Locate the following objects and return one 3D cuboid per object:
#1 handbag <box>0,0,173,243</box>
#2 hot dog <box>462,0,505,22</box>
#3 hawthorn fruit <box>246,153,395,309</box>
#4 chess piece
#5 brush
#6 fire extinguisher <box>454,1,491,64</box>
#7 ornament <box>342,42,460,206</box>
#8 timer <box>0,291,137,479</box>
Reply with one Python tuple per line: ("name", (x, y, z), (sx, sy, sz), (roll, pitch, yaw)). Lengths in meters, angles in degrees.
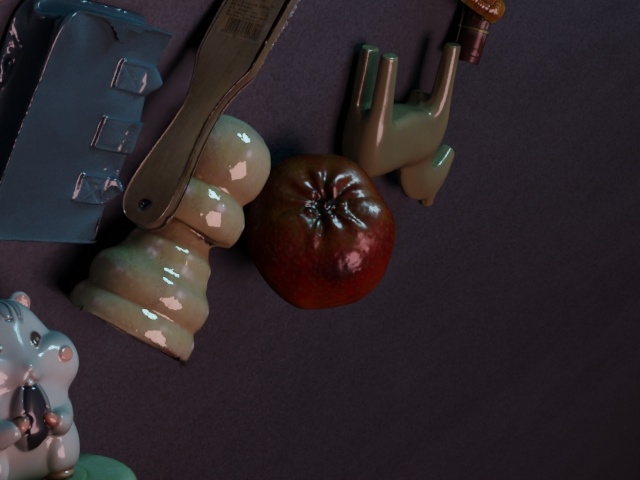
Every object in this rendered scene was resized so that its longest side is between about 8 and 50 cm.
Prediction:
("handbag", (-0.238, -0.111, 1.237), (0.179, 0.062, 0.229), (2, 113, -57))
("hot dog", (0.187, -0.320, 1.630), (0.137, 0.028, 0.044), (35, 82, -36))
("hawthorn fruit", (0.000, 0.000, 1.545), (0.179, 0.179, 0.200), (-48, 162, -17))
("chess piece", (-0.144, -0.012, 1.385), (0.261, 0.143, 0.143), (-62, 148, -9))
("brush", (-0.105, -0.152, 1.344), (0.327, 0.070, 0.065), (-62, 164, -12))
("fire extinguisher", (0.206, -0.296, 1.693), (0.056, 0.039, 0.132), (14, 98, -16))
("ornament", (0.113, -0.139, 1.676), (0.230, 0.061, 0.245), (-20, 129, -47))
("timer", (-0.306, 0.210, 1.258), (0.291, 0.291, 0.315), (-11, 101, -49))
